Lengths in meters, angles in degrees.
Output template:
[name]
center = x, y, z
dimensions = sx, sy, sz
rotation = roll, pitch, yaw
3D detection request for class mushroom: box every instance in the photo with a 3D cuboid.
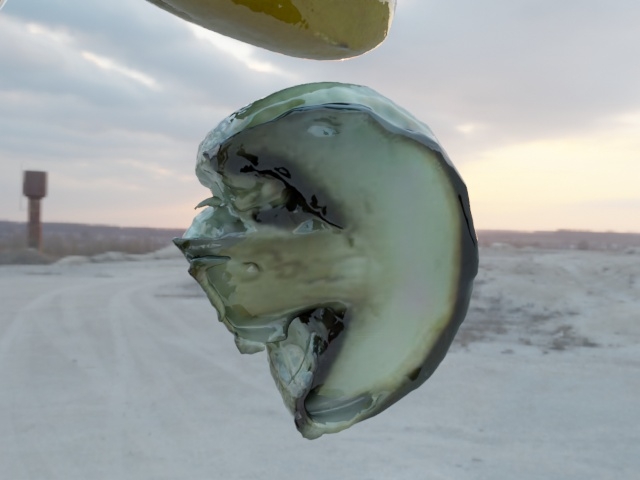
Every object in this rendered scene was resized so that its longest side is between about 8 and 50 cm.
[mushroom]
center = 0.006, -0.006, 0.556
dimensions = 0.190, 0.267, 0.164
rotation = -26, 33, 2

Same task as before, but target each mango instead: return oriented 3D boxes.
[mango]
center = -0.078, -0.299, 0.666
dimensions = 0.365, 0.253, 0.182
rotation = 31, -38, -17

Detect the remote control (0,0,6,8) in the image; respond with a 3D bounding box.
[remote control]
center = -0.116, -0.235, 0.370
dimensions = 0.056, 0.296, 0.140
rotation = 31, -25, -25
